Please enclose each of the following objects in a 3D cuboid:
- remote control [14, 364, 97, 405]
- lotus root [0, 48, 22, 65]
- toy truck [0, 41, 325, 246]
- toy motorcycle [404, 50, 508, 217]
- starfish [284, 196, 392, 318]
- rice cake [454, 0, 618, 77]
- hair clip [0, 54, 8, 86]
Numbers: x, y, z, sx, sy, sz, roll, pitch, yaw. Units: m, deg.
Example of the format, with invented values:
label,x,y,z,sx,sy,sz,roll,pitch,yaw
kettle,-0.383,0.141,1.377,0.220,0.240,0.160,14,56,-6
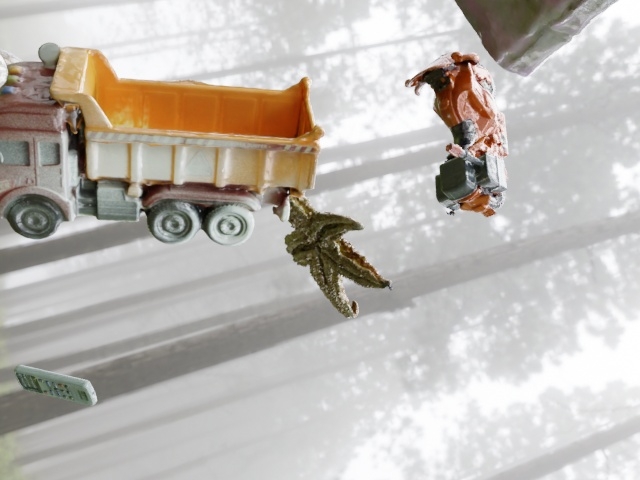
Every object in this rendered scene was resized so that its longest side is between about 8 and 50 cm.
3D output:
label,x,y,z,sx,sy,sz,roll,pitch,yaw
remote control,-0.384,0.210,1.284,0.053,0.124,0.018,87,19,-46
lotus root,-0.429,-0.183,1.115,0.260,0.145,0.129,67,25,-81
toy truck,-0.140,-0.075,0.714,0.114,0.270,0.135,-103,-162,-55
toy motorcycle,0.255,-0.209,1.591,0.147,0.221,0.326,-25,-123,43
starfish,0.001,-0.001,1.054,0.227,0.043,0.241,5,-47,57
rice cake,0.071,-0.242,0.513,0.298,0.050,0.106,60,-28,5
hair clip,-0.160,-0.068,0.205,0.226,0.034,0.072,33,35,-57
